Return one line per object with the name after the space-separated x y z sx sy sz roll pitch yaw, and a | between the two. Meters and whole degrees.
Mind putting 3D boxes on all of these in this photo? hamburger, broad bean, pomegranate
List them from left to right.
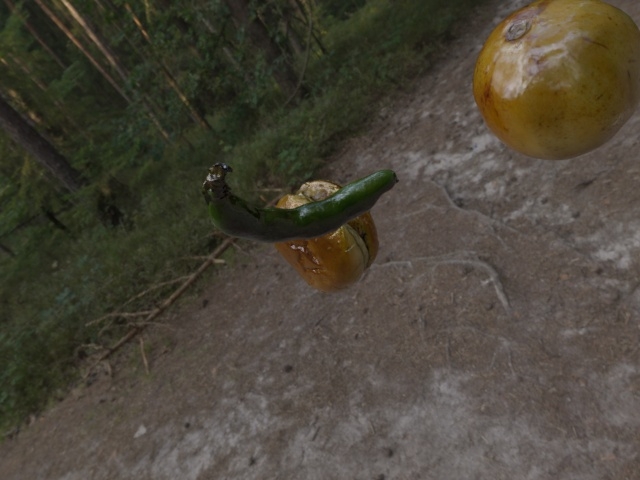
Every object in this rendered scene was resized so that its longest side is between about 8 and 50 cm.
-0.030 -0.047 0.632 0.144 0.292 0.049 -53 51 42 | broad bean
0.000 0.000 1.223 0.170 0.290 0.314 -41 -16 -31 | hamburger
0.388 -0.256 0.759 0.264 0.264 0.264 -28 32 20 | pomegranate
